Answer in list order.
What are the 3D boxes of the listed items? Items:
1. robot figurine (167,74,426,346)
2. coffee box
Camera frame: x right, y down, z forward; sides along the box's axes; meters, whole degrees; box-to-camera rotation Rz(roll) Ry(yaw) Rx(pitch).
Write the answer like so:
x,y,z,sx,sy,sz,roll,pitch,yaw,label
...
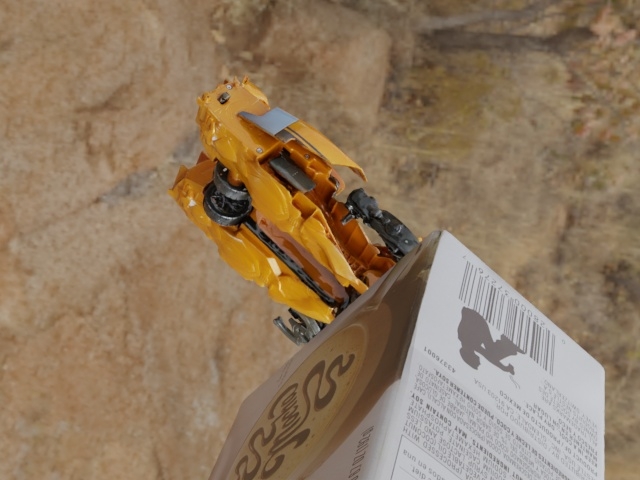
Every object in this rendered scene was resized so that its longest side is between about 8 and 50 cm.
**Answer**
x,y,z,sx,sy,sz,roll,pitch,yaw,label
0.000,0.000,0.879,0.085,0.291,0.211,-41,169,-36,robot figurine
0.015,0.150,0.413,0.119,0.168,0.297,40,33,-10,coffee box
